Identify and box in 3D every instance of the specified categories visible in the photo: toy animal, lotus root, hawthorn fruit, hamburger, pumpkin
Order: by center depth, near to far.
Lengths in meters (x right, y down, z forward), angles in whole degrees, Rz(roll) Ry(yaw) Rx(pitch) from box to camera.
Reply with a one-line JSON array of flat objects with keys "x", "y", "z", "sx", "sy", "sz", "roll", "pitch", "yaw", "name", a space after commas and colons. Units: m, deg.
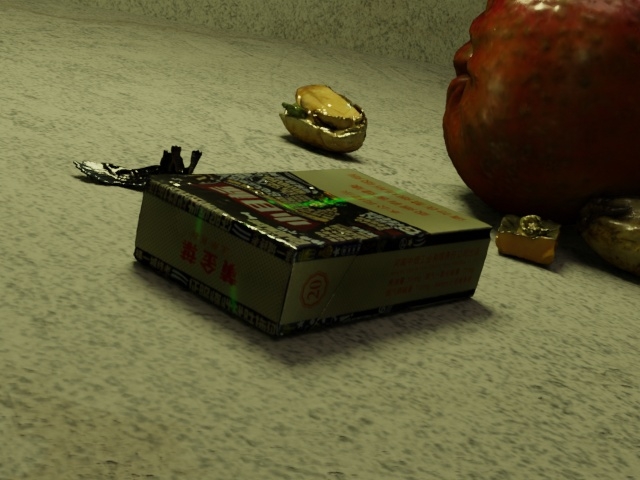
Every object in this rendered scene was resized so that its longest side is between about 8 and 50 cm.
[{"x": -0.171, "y": -0.077, "z": 1.215, "sx": 0.220, "sy": 0.062, "sz": 0.108, "roll": 4, "pitch": 0, "yaw": -24, "name": "toy animal"}, {"x": 0.257, "y": -0.007, "z": 1.289, "sx": 0.074, "sy": 0.053, "sz": 0.083, "roll": 12, "pitch": 21, "yaw": 14, "name": "pumpkin"}, {"x": 0.444, "y": 0.004, "z": 1.290, "sx": 0.259, "sy": 0.097, "sz": 0.110, "roll": 11, "pitch": 47, "yaw": 28, "name": "lotus root"}, {"x": 0.374, "y": -0.201, "z": 1.448, "sx": 0.403, "sy": 0.402, "sz": 0.403, "roll": 12, "pitch": 16, "yaw": -4, "name": "hawthorn fruit"}, {"x": -0.011, "y": -0.185, "z": 1.640, "sx": 0.102, "sy": 0.087, "sz": 0.176, "roll": -11, "pitch": 34, "yaw": -27, "name": "hamburger"}]

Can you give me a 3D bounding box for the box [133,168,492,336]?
[{"x": 0.000, "y": 0.000, "z": 1.019, "sx": 0.198, "sy": 0.084, "sz": 0.310, "roll": 26, "pitch": 20, "yaw": 36, "name": "box"}]
